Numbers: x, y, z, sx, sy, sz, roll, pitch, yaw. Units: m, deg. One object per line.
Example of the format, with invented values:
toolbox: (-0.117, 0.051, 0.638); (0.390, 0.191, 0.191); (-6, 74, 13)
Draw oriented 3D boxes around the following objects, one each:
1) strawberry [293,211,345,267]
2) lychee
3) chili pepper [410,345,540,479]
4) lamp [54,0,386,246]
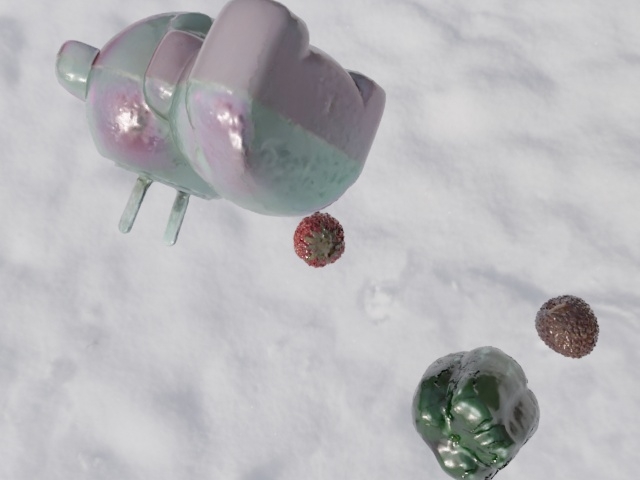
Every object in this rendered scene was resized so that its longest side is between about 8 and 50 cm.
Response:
strawberry: (0.000, 0.000, 1.277); (0.145, 0.086, 0.145); (-2, 100, -10)
lychee: (0.752, 0.263, 1.535); (0.188, 0.188, 0.188); (-1, 62, 1)
chili pepper: (0.322, 0.358, 1.065); (0.249, 0.233, 0.256); (50, 29, 13)
lamp: (-0.109, -0.102, 0.512); (0.301, 0.247, 0.248); (21, 93, 43)
